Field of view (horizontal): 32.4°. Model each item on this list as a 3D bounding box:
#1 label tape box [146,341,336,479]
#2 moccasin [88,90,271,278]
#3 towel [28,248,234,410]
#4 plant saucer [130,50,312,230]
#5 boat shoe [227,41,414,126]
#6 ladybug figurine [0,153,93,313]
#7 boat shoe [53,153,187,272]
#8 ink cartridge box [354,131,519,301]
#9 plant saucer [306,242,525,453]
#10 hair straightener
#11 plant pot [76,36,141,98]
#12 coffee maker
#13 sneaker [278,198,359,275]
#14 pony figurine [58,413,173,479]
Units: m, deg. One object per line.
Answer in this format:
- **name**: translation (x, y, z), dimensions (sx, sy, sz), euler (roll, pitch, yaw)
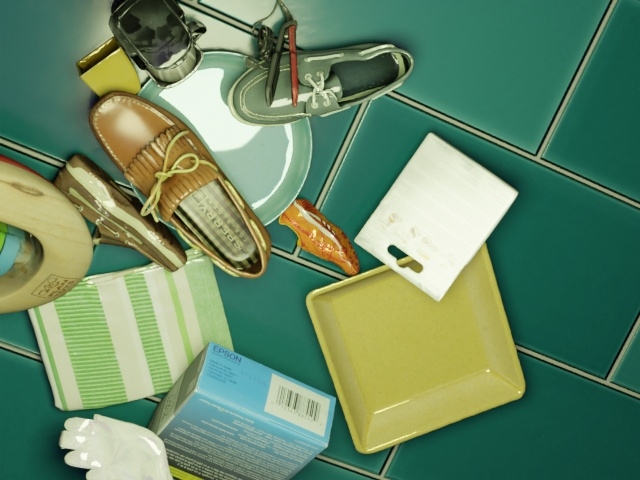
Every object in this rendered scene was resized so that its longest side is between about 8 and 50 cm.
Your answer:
- **label tape box**: translation (-0.167, 0.347, 1.937), dimensions (0.249, 0.115, 0.347), euler (26, 137, -15)
- **moccasin**: translation (-0.223, -0.082, 1.771), dimensions (0.139, 0.147, 0.380), euler (-36, 108, 1)
- **towel**: translation (-0.326, 0.160, 1.921), dimensions (0.325, 0.038, 0.247), euler (-14, 108, -8)
- **plant saucer**: translation (-0.174, -0.160, 1.858), dimensions (0.318, 0.043, 0.317), euler (-3, 106, -10)
- **boat shoe**: translation (0.006, -0.262, 1.800), dimensions (0.319, 0.099, 0.116), euler (-15, 99, -20)
- **ladybug figurine**: translation (-0.555, -0.027, 1.707), dimensions (0.305, 0.162, 0.449), euler (-41, 140, 21)
- **boat shoe**: translation (-0.340, -0.028, 1.844), dimensions (0.257, 0.095, 0.095), euler (44, 98, -6)
- **ink cartridge box**: translation (0.200, -0.042, 1.909), dimensions (0.189, 0.066, 0.232), euler (36, 99, 9)
- **plant saucer**: translation (0.169, 0.179, 1.988), dimensions (0.333, 0.081, 0.332), euler (-20, 107, -5)
- **hair straightener**: translation (-0.080, -0.303, 1.762), dimensions (0.089, 0.230, 0.047), euler (-1, 144, 0)
- **plant pot**: translation (-0.335, -0.267, 1.784), dimensions (0.081, 0.081, 0.083), euler (-36, 118, 1)
- **coffee maker**: translation (-0.268, -0.322, 1.702), dimensions (0.171, 0.178, 0.120), euler (28, 87, -1)
- **sneaker**: translation (0.000, 0.000, 1.930), dimensions (0.067, 0.064, 0.175), euler (-40, 103, 23)
- **pony figurine**: translation (-0.276, 0.472, 1.845), dimensions (0.351, 0.363, 0.302), euler (5, 63, -1)
